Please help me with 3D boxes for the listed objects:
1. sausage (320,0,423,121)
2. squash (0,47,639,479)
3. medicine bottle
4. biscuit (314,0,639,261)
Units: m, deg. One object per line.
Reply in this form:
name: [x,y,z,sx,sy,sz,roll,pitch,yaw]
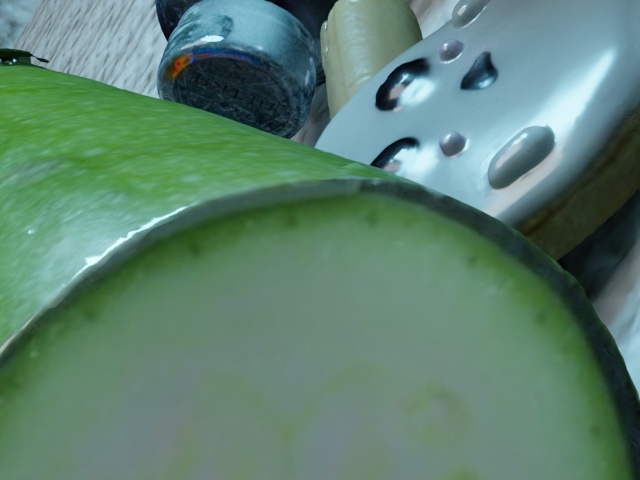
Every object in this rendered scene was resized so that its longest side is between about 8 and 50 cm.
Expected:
sausage: [0.039,-0.029,0.978,0.066,0.066,0.301,-54,23,29]
squash: [-0.085,0.073,0.753,0.263,0.263,0.384,-63,28,-1]
medicine bottle: [-0.030,-0.199,1.347,0.141,0.141,0.293,-44,24,48]
biscuit: [0.069,-0.051,0.860,0.208,0.049,0.181,-33,31,16]
